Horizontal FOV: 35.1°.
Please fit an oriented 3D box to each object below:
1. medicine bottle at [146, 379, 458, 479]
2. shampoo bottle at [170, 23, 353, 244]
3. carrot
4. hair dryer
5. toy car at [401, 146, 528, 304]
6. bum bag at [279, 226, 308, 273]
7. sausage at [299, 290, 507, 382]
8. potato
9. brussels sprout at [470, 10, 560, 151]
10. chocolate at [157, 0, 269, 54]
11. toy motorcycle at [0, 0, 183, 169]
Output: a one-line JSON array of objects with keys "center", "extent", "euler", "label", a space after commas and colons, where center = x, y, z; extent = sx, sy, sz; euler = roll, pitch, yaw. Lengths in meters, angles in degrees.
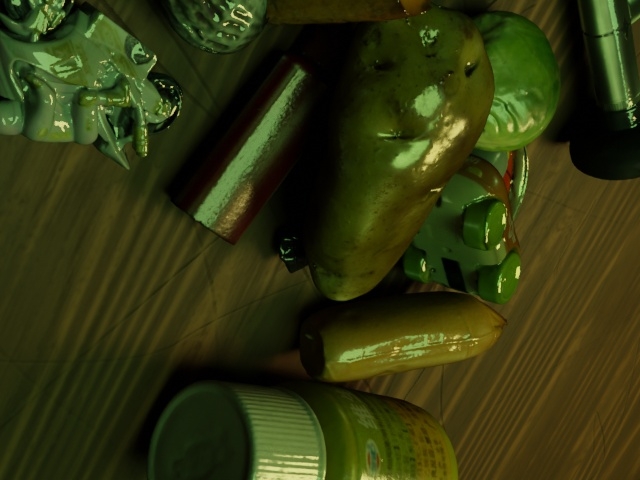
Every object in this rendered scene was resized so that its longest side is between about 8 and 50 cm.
[{"center": [-0.015, 0.292, 1.282], "extent": [0.384, 0.224, 0.224], "euler": [18, 104, -47], "label": "medicine bottle"}, {"center": [-0.051, -0.122, 1.093], "extent": [0.260, 0.064, 0.102], "euler": [-54, 141, 1], "label": "shampoo bottle"}, {"center": [0.003, -0.237, 0.985], "extent": [0.072, 0.205, 0.072], "euler": [12, 76, -58], "label": "carrot"}, {"center": [0.468, -0.277, 1.385], "extent": [0.284, 0.156, 0.320], "euler": [-21, 121, -17], "label": "hair dryer"}, {"center": [0.204, -0.055, 1.325], "extent": [0.235, 0.145, 0.235], "euler": [-32, 130, -49], "label": "toy car"}, {"center": [-0.001, 0.000, 1.240], "extent": [0.124, 0.034, 0.058], "euler": [-19, 124, -33], "label": "bum bag"}, {"center": [0.128, 0.121, 1.346], "extent": [0.328, 0.112, 0.112], "euler": [-6, 121, -26], "label": "sausage"}, {"center": [0.076, -0.088, 1.106], "extent": [0.176, 0.195, 0.369], "euler": [10, 128, -12], "label": "potato"}, {"center": [0.211, -0.185, 1.222], "extent": [0.181, 0.144, 0.161], "euler": [-36, 138, -15], "label": "brussels sprout"}, {"center": [-0.127, -0.264, 0.905], "extent": [0.110, 0.110, 0.248], "euler": [-49, 143, -4], "label": "chocolate"}, {"center": [-0.230, -0.142, 0.920], "extent": [0.152, 0.073, 0.225], "euler": [-47, 136, -4], "label": "toy motorcycle"}]
